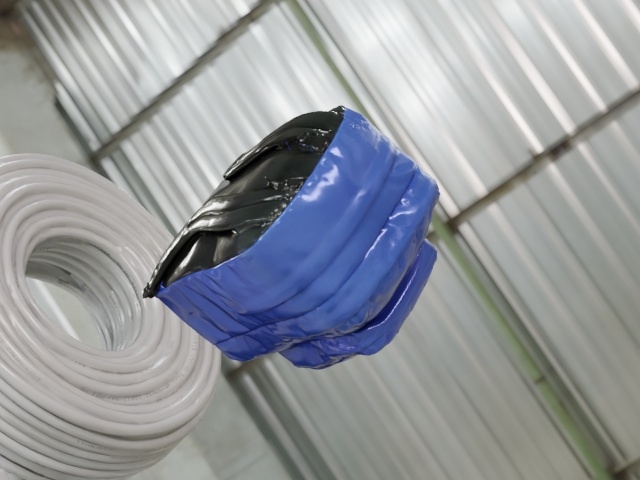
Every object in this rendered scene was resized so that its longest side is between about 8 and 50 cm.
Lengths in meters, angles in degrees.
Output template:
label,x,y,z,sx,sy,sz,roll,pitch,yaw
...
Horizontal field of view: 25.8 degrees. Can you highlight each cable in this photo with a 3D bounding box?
label,x,y,z,sx,sy,sz,roll,pitch,yaw
cable,-0.189,0.054,1.013,0.089,0.257,0.257,-40,-2,32

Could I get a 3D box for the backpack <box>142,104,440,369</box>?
label,x,y,z,sx,sy,sz,roll,pitch,yaw
backpack,0.000,0.000,0.602,0.120,0.101,0.098,-31,28,61
